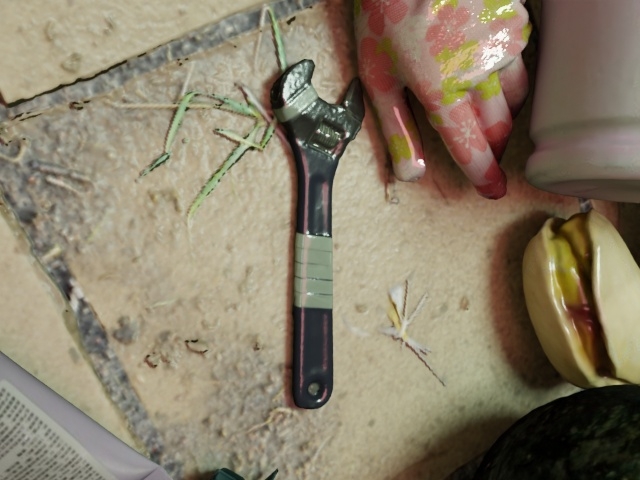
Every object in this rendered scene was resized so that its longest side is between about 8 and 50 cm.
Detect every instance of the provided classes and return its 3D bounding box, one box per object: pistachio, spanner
[{"bbox_3d":[0.273,0.063,0.685,0.200,0.117,0.145,61,36,-11],"label":"pistachio"},{"bbox_3d":[0.000,0.000,0.607,0.087,0.024,0.315,-4,99,-28],"label":"spanner"}]

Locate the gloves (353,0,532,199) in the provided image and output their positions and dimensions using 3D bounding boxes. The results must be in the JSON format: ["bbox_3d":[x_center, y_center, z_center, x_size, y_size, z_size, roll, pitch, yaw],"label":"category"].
[{"bbox_3d":[0.118,-0.142,0.586,0.145,0.126,0.241,-34,101,-20],"label":"gloves"}]

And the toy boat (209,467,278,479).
[{"bbox_3d":[-0.109,0.308,0.564,0.093,0.103,0.246,33,89,1],"label":"toy boat"}]

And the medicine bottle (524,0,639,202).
[{"bbox_3d":[0.287,-0.195,0.564,0.202,0.202,0.315,5,91,-23],"label":"medicine bottle"}]

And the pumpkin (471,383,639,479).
[{"bbox_3d":[0.338,0.321,0.575,0.454,0.454,0.343,36,67,-23],"label":"pumpkin"}]

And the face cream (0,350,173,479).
[{"bbox_3d":[-0.239,0.157,0.500,0.154,0.096,0.273,-39,123,-16],"label":"face cream"}]
